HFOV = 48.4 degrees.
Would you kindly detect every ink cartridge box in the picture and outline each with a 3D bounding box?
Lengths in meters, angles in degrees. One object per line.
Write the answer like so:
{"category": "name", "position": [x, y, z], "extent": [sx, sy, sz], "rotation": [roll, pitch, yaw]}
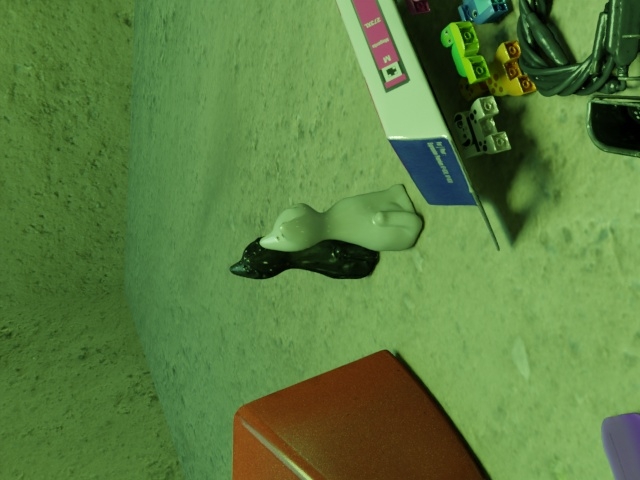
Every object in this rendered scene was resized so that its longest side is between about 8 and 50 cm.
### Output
{"category": "ink cartridge box", "position": [0.094, -0.166, 0.782], "extent": [0.176, 0.069, 0.370], "rotation": [42, -154, -61]}

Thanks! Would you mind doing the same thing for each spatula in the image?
{"category": "spatula", "position": [0.321, 0.161, 0.565], "extent": [0.296, 0.030, 0.084], "rotation": [132, 128, -58]}

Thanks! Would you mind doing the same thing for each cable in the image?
{"category": "cable", "position": [0.232, -0.223, 0.639], "extent": [0.150, 0.047, 0.184], "rotation": [-150, 54, -65]}

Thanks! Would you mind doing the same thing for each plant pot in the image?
{"category": "plant pot", "position": [0.059, 0.341, 0.926], "extent": [0.236, 0.267, 0.267], "rotation": [30, 124, 44]}

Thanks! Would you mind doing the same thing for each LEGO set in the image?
{"category": "LEGO set", "position": [0.155, -0.192, 0.756], "extent": [0.093, 0.087, 0.227], "rotation": [-31, 76, 66]}

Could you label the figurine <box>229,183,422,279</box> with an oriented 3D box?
{"category": "figurine", "position": [0.000, 0.000, 0.978], "extent": [0.215, 0.210, 0.092], "rotation": [-40, 61, 60]}

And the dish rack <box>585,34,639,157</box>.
{"category": "dish rack", "position": [0.292, -0.187, 0.481], "extent": [0.208, 0.074, 0.271], "rotation": [26, 119, 59]}
